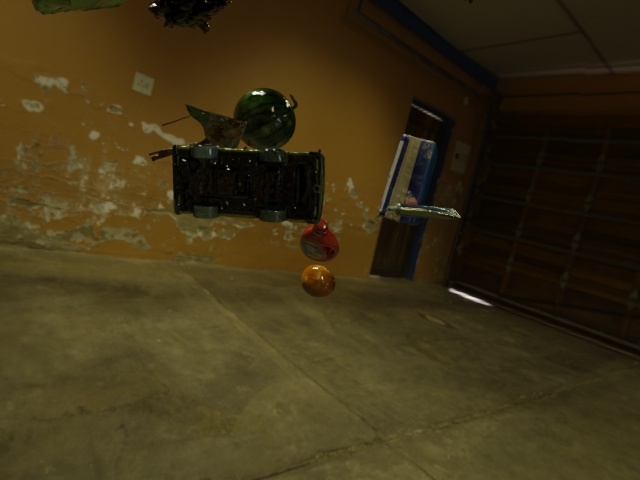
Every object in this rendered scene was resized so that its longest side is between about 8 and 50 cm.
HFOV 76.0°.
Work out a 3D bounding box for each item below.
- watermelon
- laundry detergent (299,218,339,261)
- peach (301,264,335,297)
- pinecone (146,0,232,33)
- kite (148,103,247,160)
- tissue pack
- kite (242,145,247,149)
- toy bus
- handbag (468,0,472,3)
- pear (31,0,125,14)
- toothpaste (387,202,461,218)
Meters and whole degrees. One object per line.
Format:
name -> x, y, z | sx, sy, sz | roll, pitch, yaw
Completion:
watermelon -> -0.158, -0.370, 1.243 | 0.214, 0.188, 0.188 | -20, -4, 15
laundry detergent -> 0.000, 0.000, 0.934 | 0.097, 0.049, 0.165 | 23, -21, 3
peach -> -0.006, 0.162, 1.589 | 0.137, 0.138, 0.138 | 13, 5, -1
pinecone -> -0.381, -0.714, 1.138 | 0.243, 0.258, 0.243 | -28, 8, 4
kite -> -0.285, -0.230, 0.972 | 0.244, 0.198, 0.006 | -20, 43, 2
tissue pack -> 0.294, -0.189, 1.347 | 0.137, 0.270, 0.209 | 19, 6, 15
kite -> -0.258, -0.216, 1.329 | 0.012, 0.229, 0.250 | 45, 45, 15
toy bus -> -0.115, -0.105, 0.736 | 0.261, 0.128, 0.150 | 5, 12, 9
handbag -> 0.532, -1.039, 1.392 | 0.162, 0.328, 0.325 | 22, 12, 17
pear -> -0.399, -0.535, 0.633 | 0.176, 0.287, 0.281 | -25, 10, -29
toothpaste -> 0.268, -0.076, 1.071 | 0.196, 0.035, 0.057 | 4, 28, -10
